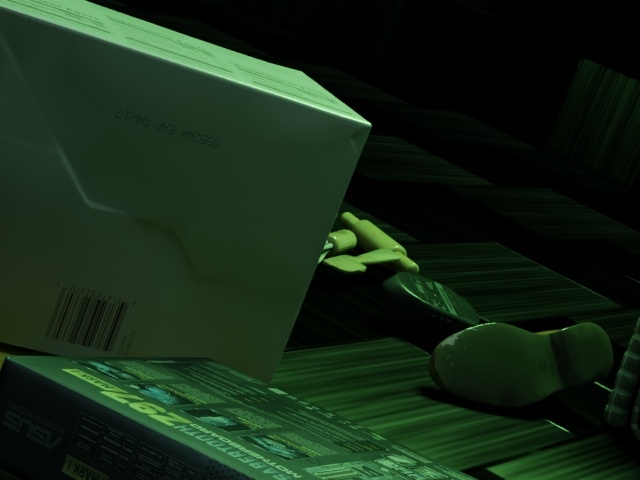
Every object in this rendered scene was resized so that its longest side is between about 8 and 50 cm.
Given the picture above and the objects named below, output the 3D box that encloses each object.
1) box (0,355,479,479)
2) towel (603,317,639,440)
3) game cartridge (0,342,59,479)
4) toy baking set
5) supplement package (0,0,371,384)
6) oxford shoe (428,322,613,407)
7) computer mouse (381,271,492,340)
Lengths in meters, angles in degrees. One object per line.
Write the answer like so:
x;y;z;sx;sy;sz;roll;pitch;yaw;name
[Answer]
-0.028;0.123;0.819;0.232;0.059;0.183;21;6;29;box
0.370;0.068;1.572;0.121;0.235;0.283;23;12;21;towel
-0.184;0.075;1.072;0.285;0.053;0.324;21;14;-2;game cartridge
0.005;0.000;1.730;0.196;0.030;0.256;8;18;-35;toy baking set
-0.138;-0.037;1.050;0.261;0.204;0.145;16;14;-25;supplement package
0.169;0.116;1.466;0.212;0.076;0.076;1;-12;-40;oxford shoe
0.159;0.093;1.589;0.242;0.041;0.071;24;20;-21;computer mouse
